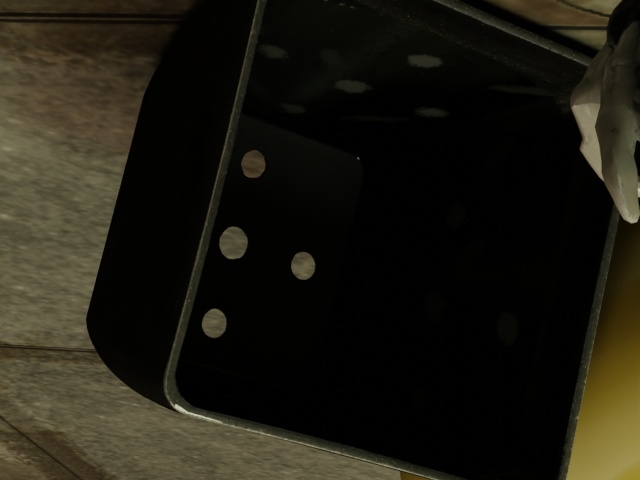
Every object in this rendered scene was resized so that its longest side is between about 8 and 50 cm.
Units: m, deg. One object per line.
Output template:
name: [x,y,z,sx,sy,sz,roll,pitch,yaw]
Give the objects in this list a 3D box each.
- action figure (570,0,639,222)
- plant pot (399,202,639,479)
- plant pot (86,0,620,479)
action figure: [0.126,-0.066,0.384,0.164,0.141,0.275,-13,148,39]
plant pot: [0.196,0.072,0.787,0.254,0.254,0.239,14,147,-18]
plant pot: [0.000,0.000,0.750,0.187,0.188,0.167,18,168,-28]
